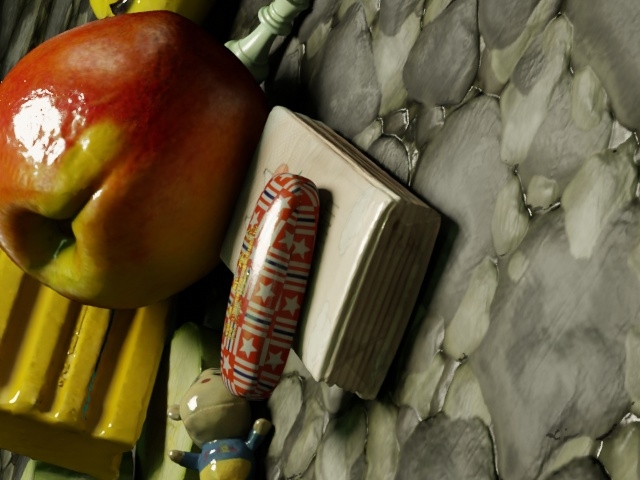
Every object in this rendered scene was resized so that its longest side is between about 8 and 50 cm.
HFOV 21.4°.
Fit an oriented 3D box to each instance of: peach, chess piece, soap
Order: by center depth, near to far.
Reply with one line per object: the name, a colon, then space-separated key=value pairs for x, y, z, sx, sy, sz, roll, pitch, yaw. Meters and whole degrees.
peach: x=-0.187 y=-0.089 z=1.718 sx=0.332 sy=0.308 sz=0.308 roll=-42 pitch=-4 yaw=-42
chess piece: x=-0.050 y=-0.232 z=1.812 sx=0.149 sy=0.059 sz=0.059 roll=-50 pitch=31 yaw=32
soap: x=-0.266 y=0.082 z=1.822 sx=0.096 sy=0.204 sz=0.324 roll=119 pitch=168 yaw=-48

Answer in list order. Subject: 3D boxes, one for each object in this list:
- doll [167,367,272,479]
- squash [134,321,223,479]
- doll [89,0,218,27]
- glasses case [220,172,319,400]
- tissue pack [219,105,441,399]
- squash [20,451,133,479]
doll: x=-0.095 y=0.181 z=1.582 sx=0.179 sy=0.102 sz=0.089 roll=-109 pitch=2 yaw=-54
squash: x=-0.149 y=0.194 z=1.752 sx=0.219 sy=0.041 sz=0.219 roll=-50 pitch=31 yaw=46
doll: x=-0.169 y=-0.417 z=2.093 sx=0.348 sy=0.161 sz=0.423 roll=-61 pitch=19 yaw=17
glasses case: x=-0.046 y=0.038 z=1.422 sx=0.073 sy=0.049 sz=0.194 roll=9 pitch=86 yaw=67
tissue pack: x=0.000 y=0.000 z=1.497 sx=0.170 sy=0.071 sz=0.325 roll=-68 pitch=22 yaw=11
squash: x=-0.262 y=0.300 z=1.819 sx=0.170 sy=0.123 sz=0.170 roll=-166 pitch=90 yaw=-75
